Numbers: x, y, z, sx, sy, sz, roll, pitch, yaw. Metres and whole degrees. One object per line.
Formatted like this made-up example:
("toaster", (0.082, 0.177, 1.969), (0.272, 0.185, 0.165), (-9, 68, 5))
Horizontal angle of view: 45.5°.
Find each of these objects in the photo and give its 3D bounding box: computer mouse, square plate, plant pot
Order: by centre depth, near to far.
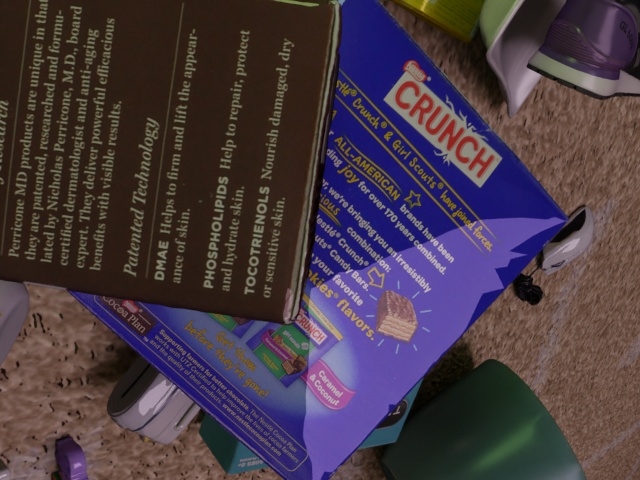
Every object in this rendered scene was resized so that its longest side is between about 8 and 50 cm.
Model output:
("square plate", (0.260, -0.303, 0.752), (0.347, 0.049, 0.344), (-58, 166, 9))
("plant pot", (0.238, 0.370, 1.186), (0.235, 0.293, 0.293), (-27, 139, -9))
("computer mouse", (0.392, 0.024, 1.246), (0.193, 0.042, 0.106), (-47, 142, -6))

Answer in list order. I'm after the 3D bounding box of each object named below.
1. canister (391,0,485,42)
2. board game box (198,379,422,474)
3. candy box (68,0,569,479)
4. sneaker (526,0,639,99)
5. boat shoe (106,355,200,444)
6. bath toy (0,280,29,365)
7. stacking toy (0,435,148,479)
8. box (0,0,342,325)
("canister", (0.138, -0.281, 0.702), (0.126, 0.073, 0.170), (9, 115, -51))
("board game box", (0.030, 0.091, 0.859), (0.254, 0.079, 0.336), (1, 117, -38))
("candy box", (0.000, 0.000, 0.637), (0.317, 0.122, 0.268), (-45, 103, -3))
("sneaker", (0.312, -0.223, 0.798), (0.283, 0.107, 0.124), (-28, 143, -60))
("boat shoe", (-0.106, 0.094, 0.736), (0.226, 0.083, 0.076), (-48, 124, -5))
("bath toy", (-0.324, 0.154, 0.549), (0.151, 0.129, 0.348), (-80, -165, -70))
("stacking toy", (-0.248, 0.258, 0.764), (0.167, 0.052, 0.221), (-16, 131, -38))
("box", (-0.097, -0.059, 0.457), (0.168, 0.203, 0.167), (-72, 170, -84))
